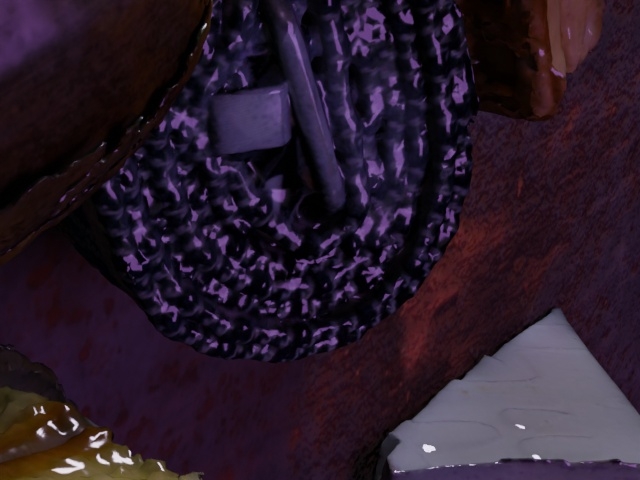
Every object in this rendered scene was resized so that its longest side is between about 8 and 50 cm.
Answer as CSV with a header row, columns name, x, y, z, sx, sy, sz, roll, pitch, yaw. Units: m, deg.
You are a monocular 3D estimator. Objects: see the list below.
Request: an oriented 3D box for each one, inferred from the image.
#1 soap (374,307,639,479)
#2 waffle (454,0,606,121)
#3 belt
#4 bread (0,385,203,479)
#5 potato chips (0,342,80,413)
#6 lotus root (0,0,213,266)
name,x,y,z,sx,sy,sz,roll,pitch,yaw
soap,0.125,0.183,1.365,0.302,0.257,0.159,-118,-151,-66
waffle,0.037,-0.218,0.843,0.091,0.213,0.308,-47,142,-33
belt,-0.053,-0.093,0.789,0.206,0.160,0.295,-31,125,-15
bread,-0.141,0.117,0.558,0.178,0.266,0.142,18,83,-54
potato chips,-0.245,0.208,0.715,0.429,0.070,0.359,9,93,-62
lotus root,-0.203,-0.049,0.529,0.397,0.179,0.196,-36,117,-27
